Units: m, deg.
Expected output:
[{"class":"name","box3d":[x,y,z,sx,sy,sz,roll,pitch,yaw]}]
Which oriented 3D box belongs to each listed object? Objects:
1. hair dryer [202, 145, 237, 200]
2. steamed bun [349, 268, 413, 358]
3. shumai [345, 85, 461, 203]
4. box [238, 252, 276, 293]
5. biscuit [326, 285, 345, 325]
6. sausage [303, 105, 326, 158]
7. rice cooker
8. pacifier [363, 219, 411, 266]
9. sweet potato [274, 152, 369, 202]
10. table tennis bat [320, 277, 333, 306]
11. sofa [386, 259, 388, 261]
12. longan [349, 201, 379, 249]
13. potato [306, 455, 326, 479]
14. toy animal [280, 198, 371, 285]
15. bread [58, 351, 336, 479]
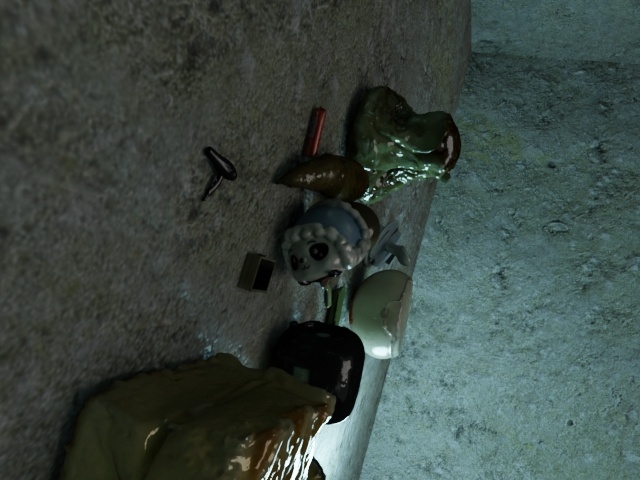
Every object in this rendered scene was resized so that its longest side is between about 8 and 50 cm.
[{"class":"hair dryer","box3d":[-0.183,-0.107,0.712,0.083,0.031,0.079,-61,145,-13]},{"class":"steamed bun","box3d":[0.246,0.299,1.751,0.374,0.241,0.374,9,90,-70]},{"class":"shumai","box3d":[0.275,-0.283,1.340,0.397,0.323,0.324,80,30,-46]},{"class":"box","box3d":[-0.137,0.070,0.922,0.079,0.035,0.083,27,79,-69]},{"class":"biscuit","box3d":[0.043,0.321,1.541,0.099,0.038,0.322,-26,127,-67]},{"class":"sausage","box3d":[-0.012,-0.266,1.022,0.034,0.034,0.129,8,95,-69]},{"class":"rice cooker","box3d":[-0.010,0.346,1.142,0.267,0.267,0.224,-8,104,-68]},{"class":"pacifier","box3d":[0.306,0.049,1.801,0.227,0.207,0.279,-53,154,-9]},{"class":"sweet potato","box3d":[0.033,-0.160,1.083,0.422,0.130,0.131,-12,115,-66]},{"class":"table tennis bat","box3d":[0.028,0.122,1.400,0.131,0.022,0.234,-47,144,-52]},{"class":"sofa","box3d":[0.327,0.064,2.081,0.085,0.060,0.147,-57,158,0]},{"class":"longan","box3d":[0.079,-0.032,1.232,0.159,0.185,0.204,58,1,-31]},{"class":"potato","box3d":[-0.169,0.697,1.074,0.296,0.290,0.397,-8,155,-38]},{"class":"toy animal","box3d":[0.000,0.000,1.031,0.156,0.208,0.204,58,40,-14]},{"class":"bread","box3d":[-0.194,0.412,0.680,0.371,0.279,0.390,16,90,-67]}]
